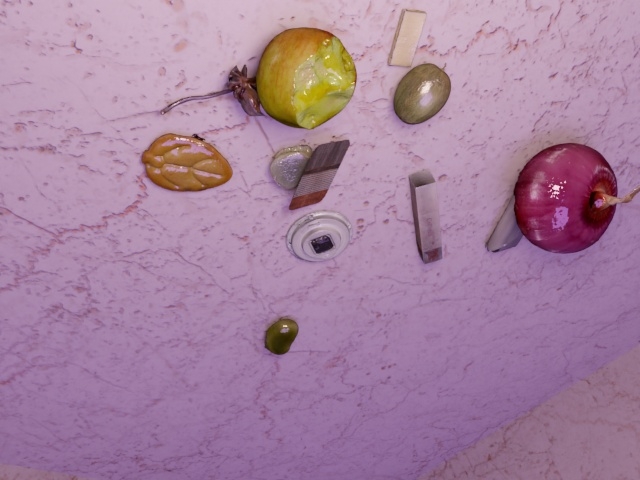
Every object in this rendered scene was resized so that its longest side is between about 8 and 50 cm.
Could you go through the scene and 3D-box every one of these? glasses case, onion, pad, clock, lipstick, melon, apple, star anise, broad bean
[{"bbox_3d":[0.709,-0.068,1.987,0.128,0.083,0.308,1,132,-15],"label":"glasses case"},{"bbox_3d":[0.798,-0.122,1.766,0.357,0.345,0.359,-4,119,-8],"label":"onion"},{"bbox_3d":[-0.038,-0.160,1.606,0.055,0.323,0.250,33,127,8],"label":"pad"},{"bbox_3d":[0.000,0.000,1.888,0.236,0.053,0.237,-8,133,-8],"label":"clock"},{"bbox_3d":[0.363,-0.073,1.894,0.076,0.080,0.372,-16,135,1],"label":"lipstick"},{"bbox_3d":[0.283,-0.407,1.518,0.139,0.139,0.192,24,121,-32],"label":"melon"},{"bbox_3d":[-0.039,-0.388,1.364,0.246,0.246,0.227,27,84,-34],"label":"apple"},{"bbox_3d":[-0.267,-0.360,1.455,0.227,0.148,0.218,-16,177,39],"label":"star anise"},{"bbox_3d":[-0.159,0.381,2.194,0.124,0.082,0.175,5,121,-20],"label":"broad bean"}]

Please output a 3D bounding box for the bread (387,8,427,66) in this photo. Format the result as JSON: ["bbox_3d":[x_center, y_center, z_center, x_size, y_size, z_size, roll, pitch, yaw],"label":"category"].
[{"bbox_3d":[0.228,-0.534,1.460,0.068,0.028,0.154,0,131,-15],"label":"bread"}]

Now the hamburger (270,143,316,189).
[{"bbox_3d":[-0.080,-0.221,1.651,0.139,0.063,0.133,-20,132,6],"label":"hamburger"}]

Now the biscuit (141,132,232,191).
[{"bbox_3d":[-0.380,-0.214,1.592,0.259,0.041,0.203,11,129,-21],"label":"biscuit"}]
